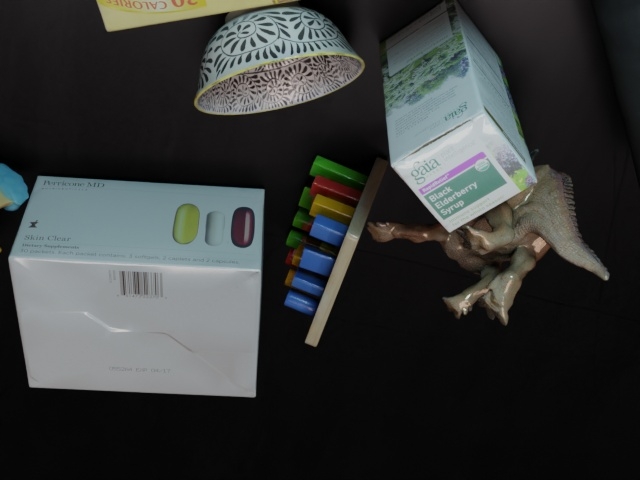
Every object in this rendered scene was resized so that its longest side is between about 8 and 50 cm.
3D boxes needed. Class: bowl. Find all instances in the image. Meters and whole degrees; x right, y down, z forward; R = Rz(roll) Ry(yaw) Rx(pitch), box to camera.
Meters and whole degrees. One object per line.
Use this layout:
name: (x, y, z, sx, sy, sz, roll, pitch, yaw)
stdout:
bowl: (-0.048, -0.186, 0.971, 0.170, 0.170, 0.080, -14, 85, 10)

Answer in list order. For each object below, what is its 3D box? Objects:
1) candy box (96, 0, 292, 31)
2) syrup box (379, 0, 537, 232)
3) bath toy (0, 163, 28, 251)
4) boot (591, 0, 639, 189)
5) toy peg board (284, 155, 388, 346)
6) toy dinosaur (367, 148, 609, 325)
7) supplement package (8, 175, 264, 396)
candy box: (-0.061, -0.307, 0.885, 0.316, 0.088, 0.183, -9, 128, 5)
syrup box: (0.123, -0.125, 0.940, 0.093, 0.237, 0.096, -31, 122, 22)
bath toy: (-0.457, 0.044, 1.146, 0.129, 0.151, 0.348, -1, 140, -45)
boot: (0.274, -0.173, 0.912, 0.367, 0.146, 0.445, -32, 128, -4)
toy peg board: (0.000, 0.000, 1.100, 0.079, 0.161, 0.161, 21, 127, 2)
toy dinosaur: (0.190, -0.029, 1.002, 0.200, 0.295, 0.127, -40, 106, -22)
supplement package: (-0.198, 0.054, 1.138, 0.261, 0.145, 0.204, 3, 129, -4)
